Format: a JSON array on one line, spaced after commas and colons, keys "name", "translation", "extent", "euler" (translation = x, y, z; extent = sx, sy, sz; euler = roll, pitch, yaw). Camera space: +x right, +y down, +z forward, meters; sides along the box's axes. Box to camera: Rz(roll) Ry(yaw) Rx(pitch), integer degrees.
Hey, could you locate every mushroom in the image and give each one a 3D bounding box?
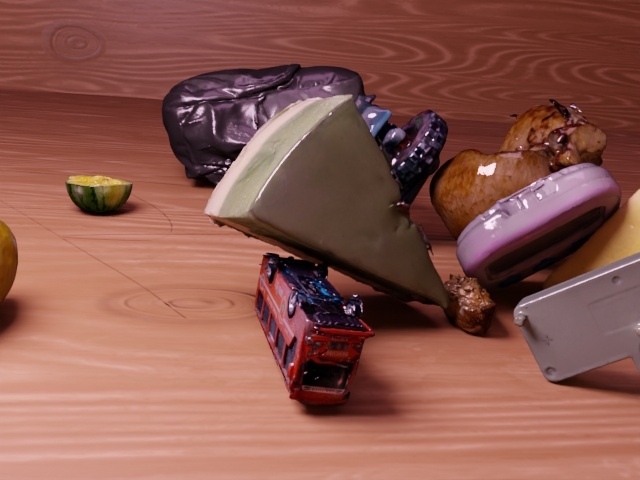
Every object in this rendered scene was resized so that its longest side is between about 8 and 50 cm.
[{"name": "mushroom", "translation": [0.299, -0.078, 1.098], "extent": [0.263, 0.283, 0.195], "euler": [2, 59, -22]}]

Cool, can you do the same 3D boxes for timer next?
[{"name": "timer", "translation": [0.271, -0.013, 0.924], "extent": [0.208, 0.069, 0.191], "euler": [-28, -24, 8]}]

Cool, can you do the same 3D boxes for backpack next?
[{"name": "backpack", "translation": [-0.085, -0.240, 1.519], "extent": [0.445, 0.255, 0.363], "euler": [-9, 16, 1]}]

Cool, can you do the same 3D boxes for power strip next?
[{"name": "power strip", "translation": [0.312, 0.088, 0.702], "extent": [0.215, 0.145, 0.061], "euler": [-28, -1, 29]}]

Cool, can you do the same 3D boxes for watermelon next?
[{"name": "watermelon", "translation": [-0.360, -0.075, 1.197], "extent": [0.105, 0.062, 0.105], "euler": [4, 9, -1]}]

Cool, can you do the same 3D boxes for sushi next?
[{"name": "sushi", "translation": [0.174, 0.069, 0.872], "extent": [0.061, 0.060, 0.118], "euler": [-7, 17, -22]}]

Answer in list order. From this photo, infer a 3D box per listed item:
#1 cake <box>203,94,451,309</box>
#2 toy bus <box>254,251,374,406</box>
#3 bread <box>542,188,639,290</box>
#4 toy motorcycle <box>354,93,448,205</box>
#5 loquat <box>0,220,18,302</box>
[{"name": "cake", "translation": [0.004, 0.003, 0.830], "extent": [0.172, 0.284, 0.158], "euler": [-37, 21, -17]}, {"name": "toy bus", "translation": [-0.017, 0.076, 0.727], "extent": [0.073, 0.097, 0.235], "euler": [7, 15, -16]}, {"name": "bread", "translation": [0.416, -0.028, 0.922], "extent": [0.167, 0.264, 0.163], "euler": [-2, 18, -41]}, {"name": "toy motorcycle", "translation": [0.062, -0.105, 1.217], "extent": [0.172, 0.232, 0.416], "euler": [36, -6, -18]}, {"name": "loquat", "translation": [-0.385, 0.023, 0.725], "extent": [0.152, 0.152, 0.195], "euler": [12, 26, 24]}]
